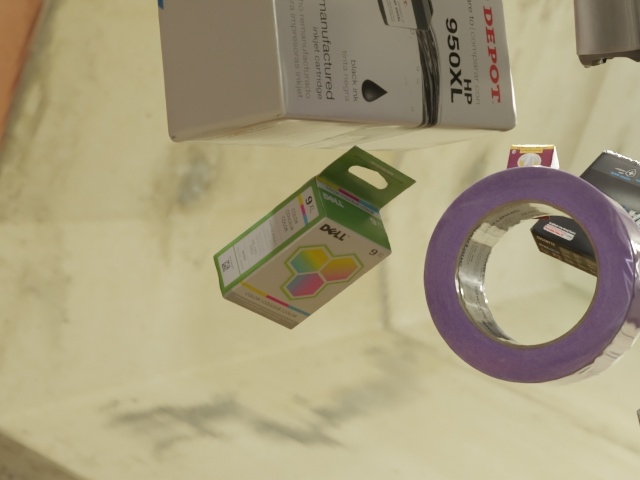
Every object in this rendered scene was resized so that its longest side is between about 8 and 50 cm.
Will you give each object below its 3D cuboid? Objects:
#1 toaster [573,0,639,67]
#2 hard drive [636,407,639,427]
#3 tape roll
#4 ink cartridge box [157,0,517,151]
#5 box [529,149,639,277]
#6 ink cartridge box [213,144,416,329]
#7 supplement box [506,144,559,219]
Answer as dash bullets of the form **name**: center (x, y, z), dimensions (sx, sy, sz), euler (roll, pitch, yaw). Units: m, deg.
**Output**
- **toaster**: center (0.371, -0.276, 1.858), dimensions (0.129, 0.227, 0.146), euler (-13, -82, -19)
- **hard drive**: center (0.293, 0.253, 0.999), dimensions (0.203, 0.040, 0.307), euler (14, -122, -44)
- **tape roll**: center (0.191, 0.033, 1.447), dimensions (0.080, 0.189, 0.189), euler (19, -86, -65)
- **ink cartridge box**: center (0.022, -0.248, 1.736), dimensions (0.395, 0.166, 0.285), euler (-2, -95, -50)
- **box**: center (0.428, -0.023, 2.277), dimensions (0.175, 0.220, 0.051), euler (-45, -47, -17)
- **ink cartridge box**: center (0.000, 0.000, 1.728), dimensions (0.209, 0.062, 0.109), euler (-38, -42, 25)
- **supplement box**: center (0.244, -0.068, 1.923), dimensions (0.043, 0.055, 0.083), euler (69, -152, -48)
